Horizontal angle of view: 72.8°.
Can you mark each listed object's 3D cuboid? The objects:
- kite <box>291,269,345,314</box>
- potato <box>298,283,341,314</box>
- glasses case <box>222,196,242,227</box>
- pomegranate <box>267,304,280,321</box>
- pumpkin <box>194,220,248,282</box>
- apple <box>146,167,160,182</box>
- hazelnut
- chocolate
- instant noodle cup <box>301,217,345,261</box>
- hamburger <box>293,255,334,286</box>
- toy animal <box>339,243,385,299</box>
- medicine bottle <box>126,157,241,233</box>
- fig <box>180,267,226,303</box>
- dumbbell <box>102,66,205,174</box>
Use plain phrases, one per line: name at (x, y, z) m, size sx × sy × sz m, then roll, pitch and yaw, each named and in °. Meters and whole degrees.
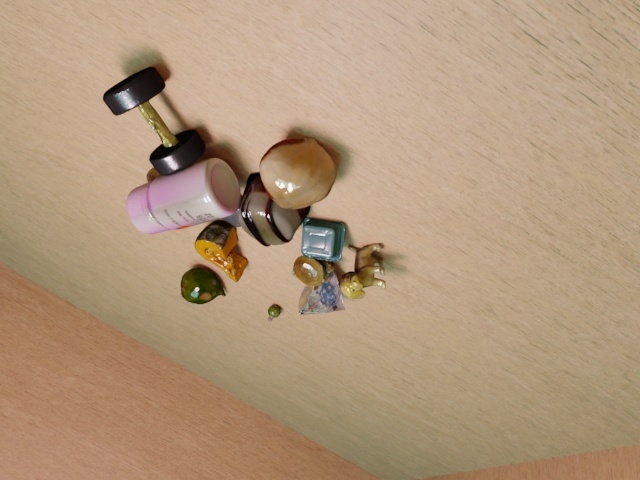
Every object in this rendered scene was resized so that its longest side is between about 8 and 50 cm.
kite at (-0.009, 0.207, 1.903) m, size 0.314 × 0.011 × 0.336 m, roll 34°, pitch 117°, yaw 27°
potato at (0.001, 0.233, 1.996) m, size 0.120 × 0.100 × 0.261 m, roll 10°, pitch 136°, yaw -42°
glasses case at (-0.439, -0.179, 1.785) m, size 0.323 × 0.074 × 0.131 m, roll 32°, pitch 138°, yaw -6°
pomegranate at (-0.247, 0.377, 2.269) m, size 0.073 × 0.073 × 0.085 m, roll 36°, pitch 109°, yaw -11°
pumpkin at (-0.421, 0.040, 1.962) m, size 0.280 × 0.139 × 0.190 m, roll 40°, pitch 139°, yaw -17°
apple at (-0.652, -0.251, 1.798) m, size 0.126 × 0.102 × 0.126 m, roll 29°, pitch 147°, yaw 22°
hazelnut at (-0.072, -0.226, 1.446) m, size 0.261 × 0.241 × 0.261 m, roll 22°, pitch 169°, yaw 5°
chocolate at (-0.194, -0.102, 1.649) m, size 0.283 × 0.186 × 0.284 m, roll 15°, pitch 138°, yaw 14°
instant noodle cup at (0.000, 0.000, 1.683) m, size 0.179 × 0.070 × 0.157 m, roll 8°, pitch 98°, yaw 20°
hamburger at (-0.022, 0.114, 1.799) m, size 0.184 × 0.131 × 0.159 m, roll 1°, pitch 111°, yaw 33°
toy animal at (0.168, 0.117, 1.662) m, size 0.168 × 0.233 × 0.121 m, roll 3°, pitch 141°, yaw 14°
medicine bottle at (-0.513, -0.155, 1.627) m, size 0.388 × 0.219 × 0.219 m, roll -14°, pitch 127°, yaw 22°
fig at (-0.606, 0.244, 2.269) m, size 0.195 × 0.196 × 0.244 m, roll -17°, pitch 158°, yaw 40°
dumbbell at (-0.569, -0.409, 1.512) m, size 0.203 × 0.204 × 0.323 m, roll -5°, pitch 131°, yaw 32°
